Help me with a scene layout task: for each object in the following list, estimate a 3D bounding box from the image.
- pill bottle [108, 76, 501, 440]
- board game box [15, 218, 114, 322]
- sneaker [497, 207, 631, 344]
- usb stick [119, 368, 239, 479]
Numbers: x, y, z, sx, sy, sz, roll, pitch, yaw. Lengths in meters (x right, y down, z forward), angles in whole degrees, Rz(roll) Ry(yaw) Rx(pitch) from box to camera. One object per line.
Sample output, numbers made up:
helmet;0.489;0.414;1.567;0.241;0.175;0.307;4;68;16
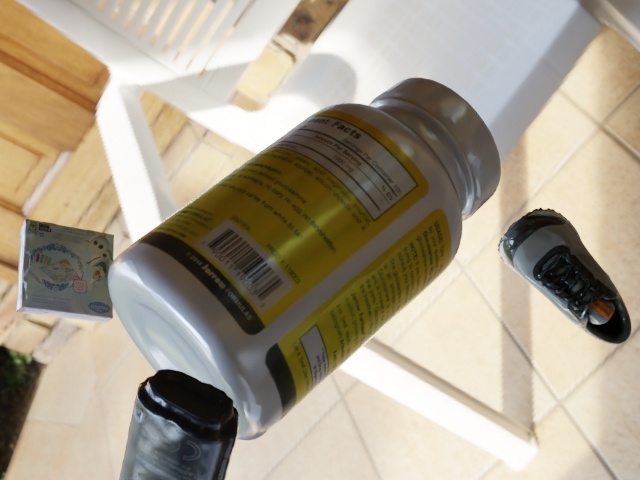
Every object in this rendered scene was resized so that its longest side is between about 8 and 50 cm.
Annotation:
pill bottle;0.000;0.000;0.793;0.334;0.187;0.188;-39;27;-26
board game box;-0.245;0.030;0.880;0.020;0.090;0.090;-33;54;47
sneaker;0.342;0.050;1.231;0.100;0.271;0.108;-45;35;10
usb stick;-0.117;0.206;0.664;0.045;0.077;0.278;-47;-20;-52
